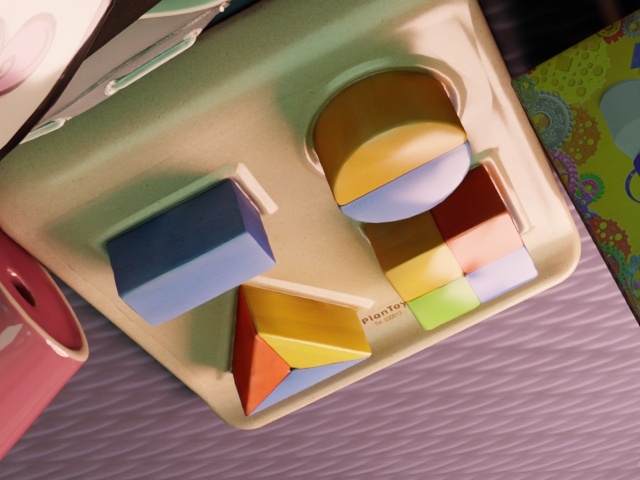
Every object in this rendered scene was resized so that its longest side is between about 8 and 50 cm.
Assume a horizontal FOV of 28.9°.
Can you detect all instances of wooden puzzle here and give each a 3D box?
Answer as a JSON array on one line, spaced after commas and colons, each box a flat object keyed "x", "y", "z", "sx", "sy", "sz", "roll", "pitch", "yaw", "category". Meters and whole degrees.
[{"x": 0.000, "y": 0.000, "z": 0.840, "sx": 0.322, "sy": 0.080, "sz": 0.348, "roll": -26, "pitch": 138, "yaw": 9, "category": "wooden puzzle"}]

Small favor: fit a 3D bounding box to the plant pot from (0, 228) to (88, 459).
[{"x": -0.251, "y": 0.075, "z": 0.754, "sx": 0.180, "sy": 0.201, "sz": 0.201, "roll": -37, "pitch": 138, "yaw": 1, "category": "plant pot"}]

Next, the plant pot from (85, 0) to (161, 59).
[{"x": -0.139, "y": -0.158, "z": 0.519, "sx": 0.187, "sy": 0.188, "sz": 0.167, "roll": -36, "pitch": 169, "yaw": 10, "category": "plant pot"}]

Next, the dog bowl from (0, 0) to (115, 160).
[{"x": -0.253, "y": -0.158, "z": 0.332, "sx": 0.408, "sy": 0.150, "sz": 0.408, "roll": 4, "pitch": 110, "yaw": 11, "category": "dog bowl"}]

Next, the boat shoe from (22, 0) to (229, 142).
[{"x": -0.114, "y": -0.141, "z": 0.657, "sx": 0.319, "sy": 0.116, "sz": 0.099, "roll": -35, "pitch": 180, "yaw": 8, "category": "boat shoe"}]

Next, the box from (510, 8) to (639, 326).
[{"x": 0.298, "y": -0.058, "z": 0.742, "sx": 0.290, "sy": 0.177, "sz": 0.279, "roll": -28, "pitch": 165, "yaw": 10, "category": "box"}]
